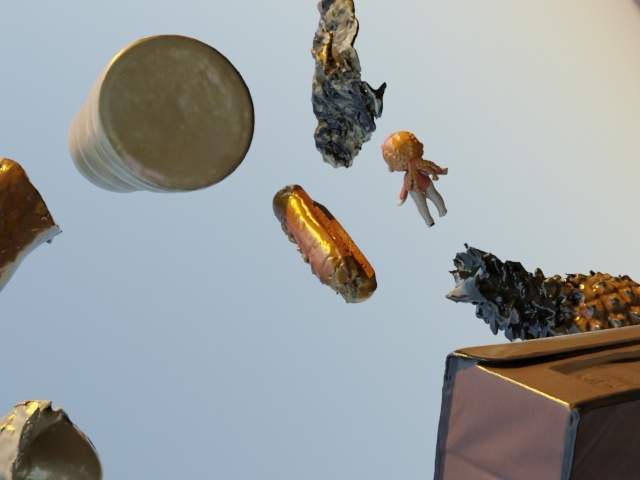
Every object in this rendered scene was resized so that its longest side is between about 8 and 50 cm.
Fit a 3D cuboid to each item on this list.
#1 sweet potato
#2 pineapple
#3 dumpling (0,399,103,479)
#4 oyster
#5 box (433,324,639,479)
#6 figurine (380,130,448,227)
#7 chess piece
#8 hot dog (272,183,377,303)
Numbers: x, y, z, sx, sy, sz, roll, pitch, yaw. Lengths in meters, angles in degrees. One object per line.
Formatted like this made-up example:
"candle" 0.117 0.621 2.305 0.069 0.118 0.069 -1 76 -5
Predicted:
"sweet potato" -0.450 0.054 1.529 0.131 0.336 0.131 39 162 15
"pineapple" 0.341 0.107 1.791 0.362 0.202 0.202 30 -156 -13
"dumpling" -0.306 0.276 1.411 0.142 0.247 0.172 11 -128 -2
"oyster" 0.025 -0.230 1.802 0.214 0.083 0.223 105 154 -67
"box" 0.245 0.186 1.161 0.252 0.188 0.153 -2 -167 -33
"figurine" 0.098 -0.061 1.324 0.109 0.064 0.047 60 169 -29
"chess piece" -0.198 -0.116 1.453 0.167 0.167 0.300 50 160 -12
"hot dog" 0.000 0.000 1.292 0.071 0.045 0.165 34 -168 -39
